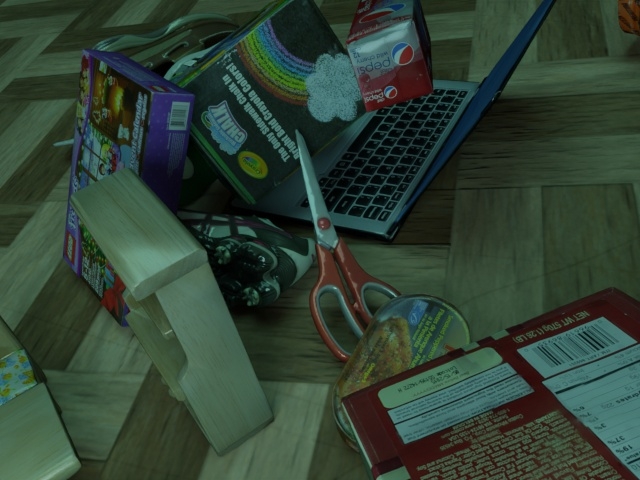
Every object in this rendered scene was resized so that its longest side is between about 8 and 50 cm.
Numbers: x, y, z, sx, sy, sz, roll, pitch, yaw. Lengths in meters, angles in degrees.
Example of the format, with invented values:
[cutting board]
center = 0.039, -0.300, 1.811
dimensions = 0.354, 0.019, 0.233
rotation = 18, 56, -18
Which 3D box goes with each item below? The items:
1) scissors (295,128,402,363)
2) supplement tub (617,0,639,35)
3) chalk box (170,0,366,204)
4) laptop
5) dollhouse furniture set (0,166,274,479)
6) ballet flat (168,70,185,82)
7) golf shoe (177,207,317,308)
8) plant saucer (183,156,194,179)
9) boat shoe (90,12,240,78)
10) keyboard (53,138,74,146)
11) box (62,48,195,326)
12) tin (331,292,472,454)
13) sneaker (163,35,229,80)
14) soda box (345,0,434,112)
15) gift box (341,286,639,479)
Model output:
[scissors]
center = 0.000, 0.000, 0.809
dimensions = 0.109, 0.021, 0.297
rotation = -24, 72, -18
[supplement tub]
center = 0.621, -0.357, 0.990
dimensions = 0.338, 0.207, 0.207
rotation = 20, 51, 35
[chalk box]
center = -0.104, -0.172, 0.949
dimensions = 0.289, 0.180, 0.179
rotation = -39, 20, -6
[laptop]
center = 0.107, -0.212, 0.960
dimensions = 0.407, 0.236, 0.382
rotation = 12, 46, 28
[dollhouse furniture set]
center = -0.271, 0.156, 0.637
dimensions = 0.394, 0.256, 0.362
rotation = -31, 42, -18
[ballet flat]
center = -0.188, -0.260, 1.169
dimensions = 0.077, 0.077, 0.231
rotation = -23, 5, -37
[golf shoe]
center = -0.132, 0.011, 0.906
dimensions = 0.272, 0.105, 0.120
rotation = 19, 29, 33
[plant saucer]
center = -0.270, -0.103, 1.106
dimensions = 0.198, 0.036, 0.199
rotation = -9, 40, 8
[boat shoe]
center = -0.281, -0.338, 1.338
dimensions = 0.324, 0.123, 0.116
rotation = -28, 75, -28
[keyboard]
center = -0.330, -0.186, 1.212
dimensions = 0.256, 0.014, 0.072
rotation = -7, 8, 11
[box]
center = -0.249, -0.068, 0.873
dimensions = 0.057, 0.293, 0.201
rotation = -5, 28, -39
[tin]
center = 0.084, 0.135, 0.708
dimensions = 0.106, 0.040, 0.190
rotation = 18, 52, 25
[sneaker]
center = -0.182, -0.293, 1.266
dimensions = 0.217, 0.079, 0.121
rotation = -41, 55, -18
[soda box]
center = 0.093, -0.256, 0.899
dimensions = 0.083, 0.092, 0.263
rotation = -14, 26, 16
[gift box]
center = 0.177, 0.204, 0.454
dimensions = 0.255, 0.258, 0.276
rotation = -19, 20, -2
